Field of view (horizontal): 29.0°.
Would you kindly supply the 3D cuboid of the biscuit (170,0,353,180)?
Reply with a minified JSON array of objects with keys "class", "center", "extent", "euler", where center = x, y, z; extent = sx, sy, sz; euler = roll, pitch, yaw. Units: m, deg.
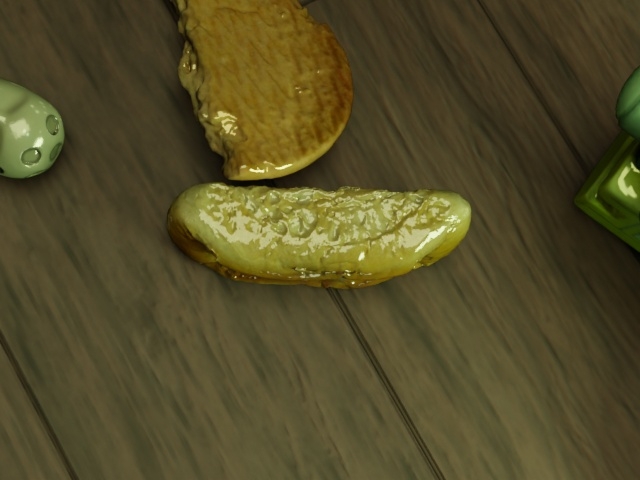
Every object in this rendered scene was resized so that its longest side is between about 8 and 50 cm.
[{"class":"biscuit","center":[-0.047,-0.142,1.015],"extent":[0.144,0.033,0.224],"euler":[-8,60,-25]}]

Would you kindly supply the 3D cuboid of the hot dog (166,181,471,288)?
[{"class":"hot dog","center":[0.000,0.000,0.980],"extent":[0.242,0.084,0.073],"euler":[2,78,-9]}]

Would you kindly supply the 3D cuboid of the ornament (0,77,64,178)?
[{"class":"ornament","center":[-0.276,-0.102,0.967],"extent":[0.156,0.081,0.075],"euler":[26,77,3]}]

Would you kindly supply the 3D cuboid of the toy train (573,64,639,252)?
[{"class":"toy train","center":[0.395,0.020,0.937],"extent":[0.442,0.272,0.179],"euler":[36,86,1]}]
